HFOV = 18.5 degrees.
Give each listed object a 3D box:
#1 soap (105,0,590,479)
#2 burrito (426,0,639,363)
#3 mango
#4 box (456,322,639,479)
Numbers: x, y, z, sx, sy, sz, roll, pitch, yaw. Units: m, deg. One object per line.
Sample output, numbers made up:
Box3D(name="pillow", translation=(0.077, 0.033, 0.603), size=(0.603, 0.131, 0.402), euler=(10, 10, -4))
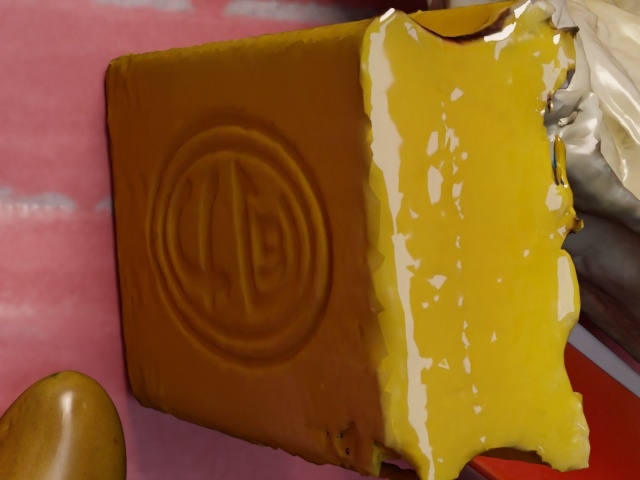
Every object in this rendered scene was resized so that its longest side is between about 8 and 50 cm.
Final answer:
Box3D(name="soap", translation=(0.000, 0.000, 0.905), size=(0.096, 0.324, 0.204), euler=(-7, 94, -25))
Box3D(name="burrito", translation=(0.159, -0.033, 0.981), size=(0.332, 0.135, 0.190), euler=(42, 44, -25))
Box3D(name="mango", translation=(-0.136, 0.122, 0.990), size=(0.080, 0.060, 0.114), euler=(9, 85, -29))
Box3D(name="box", translation=(0.118, 0.102, 1.070), size=(0.182, 0.133, 0.099), euler=(37, 78, -21))
